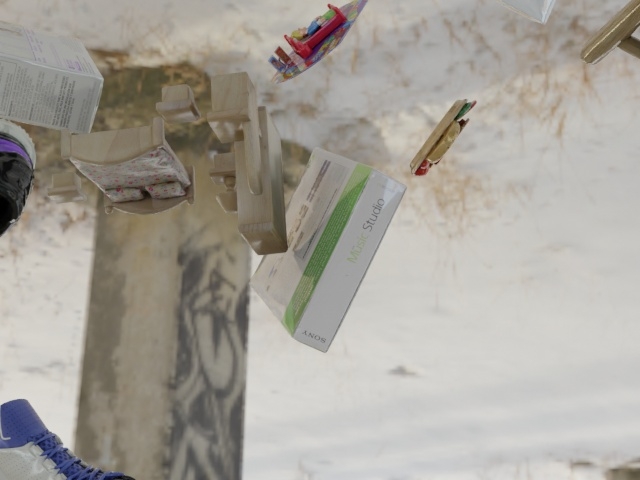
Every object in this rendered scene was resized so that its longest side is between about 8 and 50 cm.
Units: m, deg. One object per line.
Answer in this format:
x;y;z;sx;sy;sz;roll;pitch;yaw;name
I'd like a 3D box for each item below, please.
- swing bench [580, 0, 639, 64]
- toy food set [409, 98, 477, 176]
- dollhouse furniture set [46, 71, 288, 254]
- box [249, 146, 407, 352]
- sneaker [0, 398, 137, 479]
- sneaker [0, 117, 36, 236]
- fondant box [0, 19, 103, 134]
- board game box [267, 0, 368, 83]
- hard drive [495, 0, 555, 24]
0.327;-0.247;0.710;0.165;0.253;0.255;30;154;14;swing bench
0.107;-0.089;0.906;0.020;0.083;0.083;36;150;3;toy food set
-0.233;-0.065;1.386;0.355;0.174;0.303;-7;163;6;dollhouse furniture set
0.000;0.000;1.411;0.058;0.232;0.322;25;-176;-15;box
-0.367;0.368;1.568;0.182;0.316;0.127;-29;174;21;sneaker
-0.383;0.001;0.916;0.293;0.146;0.102;-31;126;-1;sneaker
-0.503;-0.262;1.520;0.330;0.096;0.238;11;-161;-25;fondant box
-0.010;-0.279;1.390;0.133;0.169;0.033;-19;121;43;board game box
0.344;-0.540;1.621;0.233;0.353;0.047;13;-166;-42;hard drive
